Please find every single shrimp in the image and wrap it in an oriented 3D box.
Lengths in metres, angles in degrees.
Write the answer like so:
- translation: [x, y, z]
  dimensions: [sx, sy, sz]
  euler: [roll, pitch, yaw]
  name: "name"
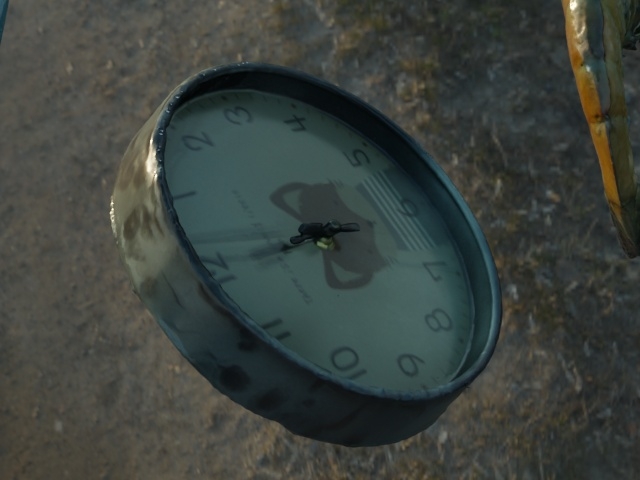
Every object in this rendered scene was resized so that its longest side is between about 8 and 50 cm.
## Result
- translation: [0.198, -0.093, 0.722]
  dimensions: [0.051, 0.198, 0.262]
  euler: [-6, 10, 20]
  name: "shrimp"

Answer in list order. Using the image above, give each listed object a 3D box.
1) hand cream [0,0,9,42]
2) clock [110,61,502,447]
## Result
- translation: [-0.238, -0.130, 0.703]
  dimensions: [0.083, 0.048, 0.224]
  euler: [3, 82, 9]
  name: "hand cream"
- translation: [0.000, 0.000, 0.836]
  dimensions: [0.325, 0.067, 0.325]
  euler: [24, 42, -23]
  name: "clock"
